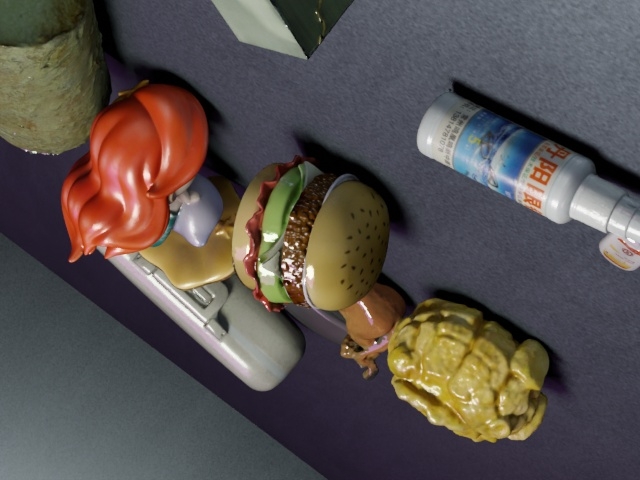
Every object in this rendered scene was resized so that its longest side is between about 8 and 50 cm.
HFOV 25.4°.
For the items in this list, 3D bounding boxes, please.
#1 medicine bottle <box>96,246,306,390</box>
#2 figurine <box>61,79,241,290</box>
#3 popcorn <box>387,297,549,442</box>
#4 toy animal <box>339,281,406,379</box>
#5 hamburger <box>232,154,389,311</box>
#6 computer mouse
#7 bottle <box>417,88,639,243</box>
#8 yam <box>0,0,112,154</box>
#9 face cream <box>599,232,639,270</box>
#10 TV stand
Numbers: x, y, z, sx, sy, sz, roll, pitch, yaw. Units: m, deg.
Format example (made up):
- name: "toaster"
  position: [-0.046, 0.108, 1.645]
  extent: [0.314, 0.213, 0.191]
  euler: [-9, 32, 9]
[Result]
- name: "medicine bottle"
  position: [-0.183, 0.054, 2.018]
  extent: [0.375, 0.123, 0.282]
  euler: [44, 179, -5]
- name: "figurine"
  position: [-0.200, -0.057, 1.670]
  extent: [0.208, 0.181, 0.257]
  euler: [-9, 149, 16]
- name: "popcorn"
  position: [0.170, 0.156, 1.604]
  extent: [0.194, 0.140, 0.163]
  euler: [39, 170, -12]
- name: "toy animal"
  position: [0.014, 0.049, 1.718]
  extent: [0.312, 0.097, 0.157]
  euler: [42, 158, -23]
- name: "hamburger"
  position: [-0.001, -0.002, 1.488]
  extent: [0.137, 0.175, 0.175]
  euler: [12, 154, 28]
- name: "computer mouse"
  position: [-0.014, 0.085, 1.937]
  extent: [0.232, 0.057, 0.120]
  euler: [39, 164, -10]
- name: "bottle"
  position: [0.180, -0.051, 1.129]
  extent: [0.217, 0.060, 0.060]
  euler: [29, 162, 24]
- name: "yam"
  position: [-0.322, -0.215, 1.545]
  extent: [0.168, 0.168, 0.304]
  euler: [35, 163, 8]
- name: "face cream"
  position: [0.258, 0.002, 1.174]
  extent: [0.040, 0.021, 0.083]
  euler: [35, 164, 4]
- name: "TV stand"
  position: [-0.074, -0.256, 1.046]
  extent: [0.088, 0.083, 0.269]
  euler: [21, 157, 40]
